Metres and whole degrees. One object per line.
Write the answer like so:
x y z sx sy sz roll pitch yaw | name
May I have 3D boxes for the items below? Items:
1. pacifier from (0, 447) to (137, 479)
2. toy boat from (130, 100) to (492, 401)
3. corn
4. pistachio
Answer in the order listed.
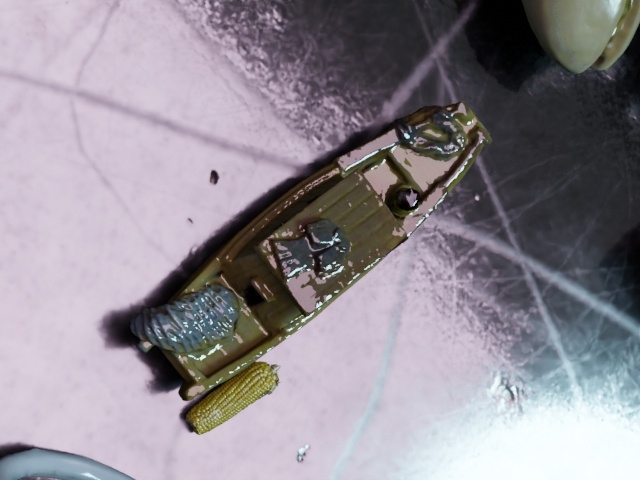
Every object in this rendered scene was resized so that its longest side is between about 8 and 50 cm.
-0.178 0.279 1.220 0.287 0.238 0.225 22 112 -42 | pacifier
0.000 0.000 1.309 0.321 0.121 0.089 -38 94 -16 | toy boat
-0.064 0.120 1.329 0.083 0.027 0.028 -34 91 -14 | corn
0.205 -0.226 1.395 0.124 0.124 0.184 -5 95 -19 | pistachio
